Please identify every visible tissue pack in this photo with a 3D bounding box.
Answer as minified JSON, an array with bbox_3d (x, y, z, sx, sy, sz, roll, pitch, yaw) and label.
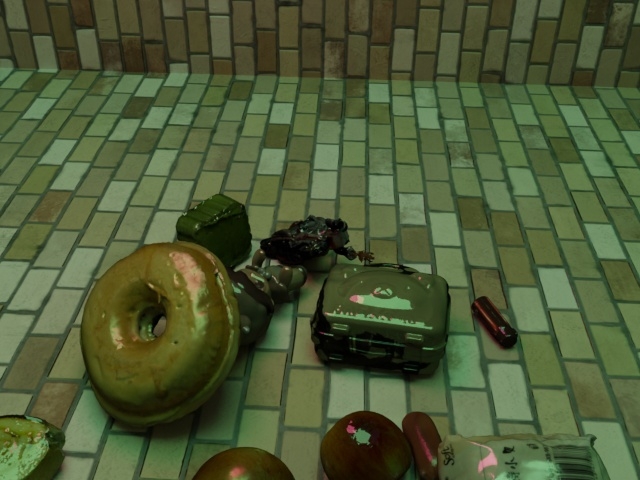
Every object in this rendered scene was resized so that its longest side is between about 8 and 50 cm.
[{"bbox_3d":[0.410,0.543,1.443,0.390,0.195,0.375,3,43,-1],"label":"tissue pack"}]

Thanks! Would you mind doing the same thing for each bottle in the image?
[{"bbox_3d":[0.469,0.219,2.031,0.060,0.060,0.164,-11,37,-16],"label":"bottle"}]

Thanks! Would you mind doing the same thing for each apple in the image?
[{"bbox_3d":[0.099,0.456,1.626,0.195,0.160,0.173,-32,68,-29],"label":"apple"},{"bbox_3d":[-0.157,0.516,1.469,0.237,0.237,0.207,-29,12,-35],"label":"apple"}]

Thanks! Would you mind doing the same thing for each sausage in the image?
[{"bbox_3d":[0.235,0.457,1.679,0.077,0.077,0.194,-6,34,-9],"label":"sausage"}]

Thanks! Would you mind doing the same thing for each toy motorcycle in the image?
[{"bbox_3d":[0.000,0.000,2.215,0.207,0.134,0.401,-29,20,-32],"label":"toy motorcycle"}]

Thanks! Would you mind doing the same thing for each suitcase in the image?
[{"bbox_3d":[0.162,0.171,1.977,0.351,0.194,0.339,7,34,9],"label":"suitcase"}]

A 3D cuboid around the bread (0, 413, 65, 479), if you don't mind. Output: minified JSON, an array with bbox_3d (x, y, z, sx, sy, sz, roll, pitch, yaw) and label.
[{"bbox_3d":[-0.672,0.470,1.604,0.257,0.124,0.186,-8,43,-14],"label":"bread"}]

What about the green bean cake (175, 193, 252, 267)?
[{"bbox_3d":[-0.307,-0.012,2.220,0.113,0.200,0.214,19,42,37],"label":"green bean cake"}]

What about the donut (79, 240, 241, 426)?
[{"bbox_3d":[-0.379,0.212,1.780,0.449,0.198,0.449,-8,66,19],"label":"donut"}]

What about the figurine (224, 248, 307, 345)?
[{"bbox_3d":[-0.194,0.148,2.018,0.248,0.203,0.380,30,32,25],"label":"figurine"}]
